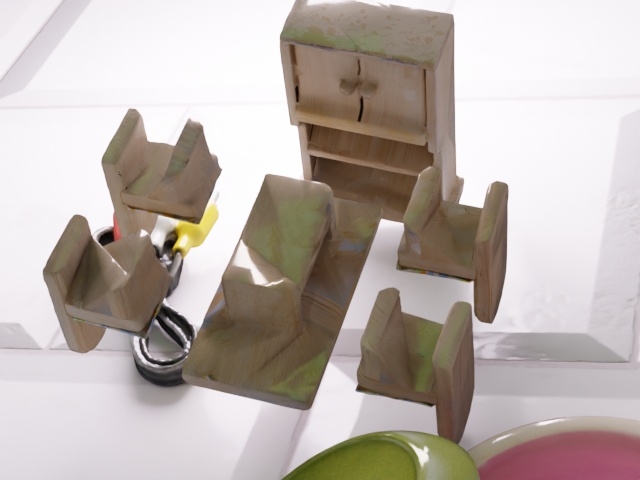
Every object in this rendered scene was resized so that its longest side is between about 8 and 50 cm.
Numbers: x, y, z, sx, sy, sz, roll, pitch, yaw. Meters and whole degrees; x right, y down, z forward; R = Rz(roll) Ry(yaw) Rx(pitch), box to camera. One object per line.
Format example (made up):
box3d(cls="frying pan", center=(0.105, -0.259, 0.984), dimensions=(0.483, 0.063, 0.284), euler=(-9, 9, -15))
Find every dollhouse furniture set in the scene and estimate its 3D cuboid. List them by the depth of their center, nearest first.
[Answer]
box3d(cls="dollhouse furniture set", center=(0.000, 0.000, 1.565), dimensions=(0.362, 0.256, 0.394), euler=(12, 55, 14))

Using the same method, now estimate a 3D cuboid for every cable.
box3d(cls="cable", center=(-0.175, 0.034, 1.663), dimensions=(0.139, 0.072, 0.287), euler=(-3, 32, 2))

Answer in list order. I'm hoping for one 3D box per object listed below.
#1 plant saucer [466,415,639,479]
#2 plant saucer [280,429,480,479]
box3d(cls="plant saucer", center=(0.198, 0.239, 1.239), dimensions=(0.332, 0.084, 0.332), euler=(-6, 32, 4))
box3d(cls="plant saucer", center=(0.009, 0.224, 1.259), dimensions=(0.241, 0.037, 0.241), euler=(-31, 24, 15))
